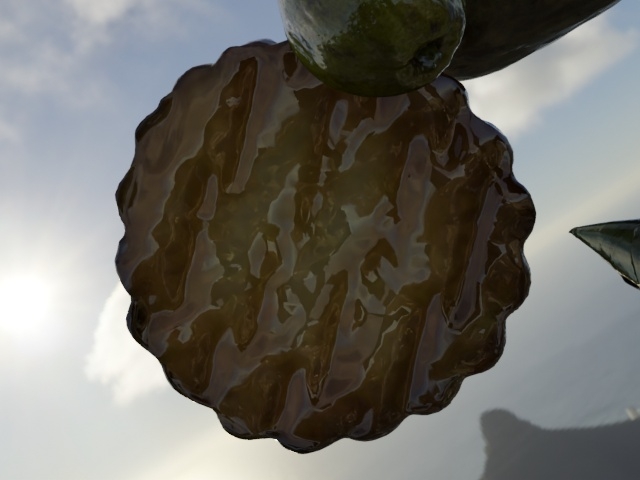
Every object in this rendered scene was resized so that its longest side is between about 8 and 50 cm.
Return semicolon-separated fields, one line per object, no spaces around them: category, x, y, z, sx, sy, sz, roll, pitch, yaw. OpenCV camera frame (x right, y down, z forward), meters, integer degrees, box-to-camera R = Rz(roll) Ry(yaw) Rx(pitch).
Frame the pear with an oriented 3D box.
pear;0.027;-0.137;0.535;0.107;0.131;0.107;-21;-35;-16

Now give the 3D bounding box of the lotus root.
lotus root;0.173;-0.239;0.763;0.275;0.152;0.160;-35;-10;15

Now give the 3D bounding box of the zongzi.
zongzi;0.202;0.008;0.469;0.104;0.052;0.113;-4;19;-21

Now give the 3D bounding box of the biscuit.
biscuit;0.000;0.000;0.721;0.326;0.325;0.107;-33;-3;9
